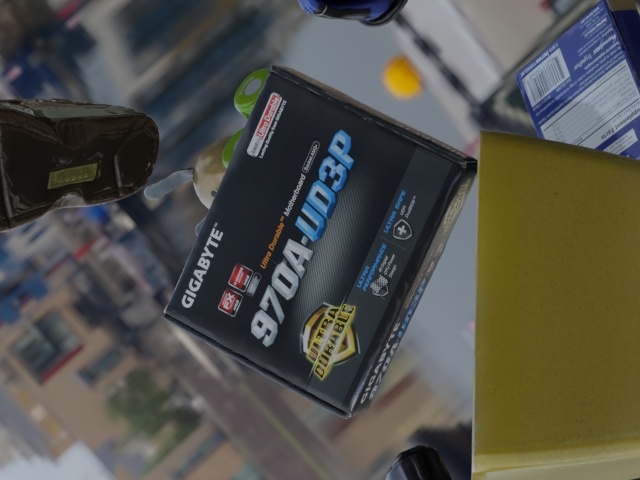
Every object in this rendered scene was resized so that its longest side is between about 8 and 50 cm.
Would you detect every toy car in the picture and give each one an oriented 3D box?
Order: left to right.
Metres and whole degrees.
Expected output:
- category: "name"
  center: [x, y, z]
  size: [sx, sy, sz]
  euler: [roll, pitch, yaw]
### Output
- category: "toy car"
  center: [-0.076, -0.051, 1.852]
  size: [0.155, 0.188, 0.149]
  euler: [44, -141, -34]

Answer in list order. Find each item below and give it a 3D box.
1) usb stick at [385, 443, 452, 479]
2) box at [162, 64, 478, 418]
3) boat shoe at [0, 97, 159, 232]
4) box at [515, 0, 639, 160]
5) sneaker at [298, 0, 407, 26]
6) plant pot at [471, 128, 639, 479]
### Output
- category: "usb stick"
  center: [0.112, 0.263, 1.261]
  size: [0.077, 0.045, 0.278]
  euler: [93, 156, -60]
- category: "box"
  center: [0.000, 0.000, 1.468]
  size: [0.175, 0.220, 0.051]
  euler: [28, -168, 16]
- category: "boat shoe"
  center: [-0.169, -0.045, 0.984]
  size: [0.072, 0.068, 0.190]
  euler: [24, -165, 30]
- category: "box"
  center: [0.247, -0.072, 1.586]
  size: [0.136, 0.036, 0.225]
  euler: [-40, 62, 51]
- category: "sneaker"
  center: [-0.005, -0.264, 1.492]
  size: [0.127, 0.182, 0.315]
  euler: [14, 179, -36]
- category: "plant pot"
  center: [0.193, 0.058, 1.242]
  size: [0.212, 0.187, 0.212]
  euler: [74, -162, -77]
